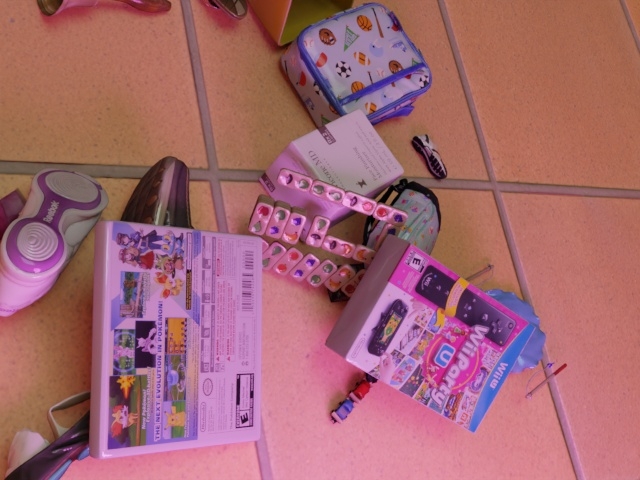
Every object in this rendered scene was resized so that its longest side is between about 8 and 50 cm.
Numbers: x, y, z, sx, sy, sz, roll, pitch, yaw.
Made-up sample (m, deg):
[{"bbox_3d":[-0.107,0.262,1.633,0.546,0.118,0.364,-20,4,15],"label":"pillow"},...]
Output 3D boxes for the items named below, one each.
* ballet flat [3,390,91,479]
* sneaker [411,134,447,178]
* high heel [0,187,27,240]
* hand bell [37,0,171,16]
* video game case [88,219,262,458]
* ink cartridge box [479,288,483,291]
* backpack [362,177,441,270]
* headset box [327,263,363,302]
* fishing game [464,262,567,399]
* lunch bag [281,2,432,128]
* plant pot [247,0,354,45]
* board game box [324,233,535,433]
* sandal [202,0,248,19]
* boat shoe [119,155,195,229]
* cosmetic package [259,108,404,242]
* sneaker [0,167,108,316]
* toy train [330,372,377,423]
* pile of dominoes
[{"bbox_3d":[-0.369,0.289,1.235,0.096,0.095,0.280,43,42,7],"label":"ballet flat"},{"bbox_3d":[0.238,-0.179,1.850,0.044,0.040,0.109,-25,81,-39],"label":"sneaker"},{"bbox_3d":[-0.551,-0.102,1.325,0.244,0.082,0.117,58,41,-10],"label":"high heel"},{"bbox_3d":[-0.376,-0.449,1.602,0.242,0.126,0.126,1,65,-43],"label":"hand bell"},{"bbox_3d":[-0.206,0.145,1.319,0.300,0.036,0.329,7,82,-47],"label":"video game case"},{"bbox_3d":[0.228,0.160,1.646,0.180,0.060,0.104,-9,70,-18],"label":"ink cartridge box"},{"bbox_3d":[0.151,-0.007,1.622,0.115,0.152,0.182,15,43,28],"label":"backpack"},{"bbox_3d":[0.053,0.077,1.617,0.083,0.032,0.062,-3,68,-30],"label":"headset box"},{"bbox_3d":[0.361,0.182,1.743,0.189,0.041,0.264,-29,76,-37],"label":"fishing game"},{"bbox_3d":[0.086,-0.347,1.803,0.303,0.115,0.243,-30,86,-36],"label":"lunch bag"},{"bbox_3d":[-0.050,-0.554,1.774,0.212,0.212,0.187,-31,65,-37],"label":"plant pot"},{"bbox_3d":[0.192,0.163,1.521,0.303,0.097,0.224,32,86,-25],"label":"board game box"},{"bbox_3d":[-0.216,-0.490,1.741,0.180,0.049,0.072,38,46,10],"label":"sandal"},{"bbox_3d":[-0.252,0.041,1.413,0.130,0.132,0.355,22,66,-36],"label":"boat shoe"},{"bbox_3d":[0.020,-0.119,1.621,0.184,0.151,0.151,-32,83,-37],"label":"cosmetic package"},{"bbox_3d":[-0.423,-0.006,1.336,0.114,0.152,0.305,32,31,-9],"label":"sneaker"},{"bbox_3d":[0.069,0.263,1.530,0.027,0.036,0.158,48,52,-1],"label":"toy train"},{"bbox_3d":[0.000,0.000,1.508,0.251,0.196,0.040,19,25,-9],"label":"pile of dominoes"}]
